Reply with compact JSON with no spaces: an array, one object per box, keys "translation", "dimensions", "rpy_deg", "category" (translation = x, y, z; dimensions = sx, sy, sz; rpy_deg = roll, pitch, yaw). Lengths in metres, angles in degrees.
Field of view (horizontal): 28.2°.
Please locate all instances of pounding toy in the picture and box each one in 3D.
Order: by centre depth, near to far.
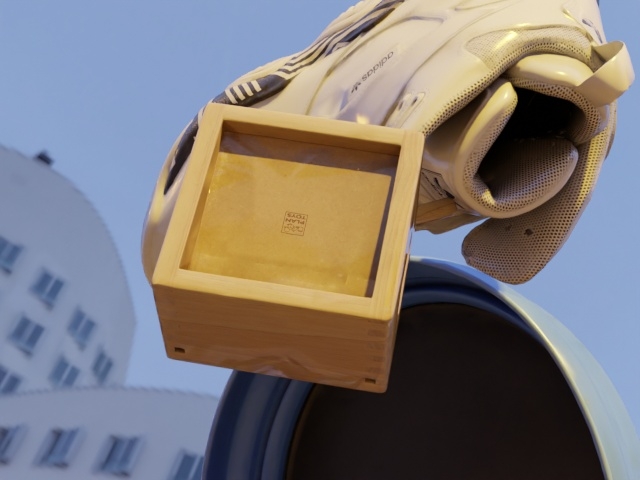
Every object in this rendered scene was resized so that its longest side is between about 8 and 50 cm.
[{"translation":[0.000,0.000,0.642],"dimensions":[0.130,0.141,0.100],"rpy_deg":[9,-34,6],"category":"pounding toy"}]

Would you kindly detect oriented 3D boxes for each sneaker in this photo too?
[{"translation":[0.029,-0.042,0.783],"dimensions":[0.366,0.210,0.137],"rpy_deg":[-37,-63,15],"category":"sneaker"}]

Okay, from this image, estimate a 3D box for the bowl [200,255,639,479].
[{"translation":[0.066,0.206,0.918],"dimensions":[0.077,0.391,0.391],"rpy_deg":[7,-31,-45],"category":"bowl"}]
